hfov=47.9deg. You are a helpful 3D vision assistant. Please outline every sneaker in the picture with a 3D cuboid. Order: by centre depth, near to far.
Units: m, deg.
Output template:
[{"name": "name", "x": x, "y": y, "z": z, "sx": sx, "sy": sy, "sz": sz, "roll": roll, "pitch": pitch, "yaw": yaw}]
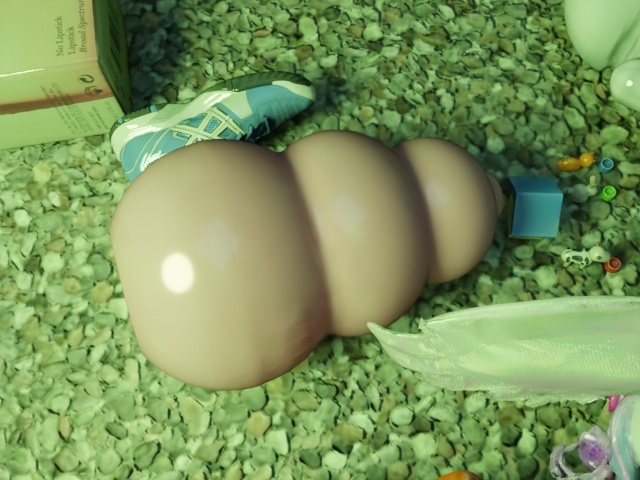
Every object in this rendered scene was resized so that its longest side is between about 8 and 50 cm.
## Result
[{"name": "sneaker", "x": -0.100, "y": -0.104, "z": 0.719, "sx": 0.211, "sy": 0.080, "sz": 0.081, "roll": -20, "pitch": 76, "yaw": 4}]

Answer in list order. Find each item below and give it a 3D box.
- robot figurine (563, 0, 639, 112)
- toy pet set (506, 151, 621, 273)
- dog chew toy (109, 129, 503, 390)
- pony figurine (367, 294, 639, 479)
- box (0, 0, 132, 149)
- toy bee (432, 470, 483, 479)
[{"name": "robot figurine", "x": 0.384, "y": -0.214, "z": 0.674, "sx": 0.353, "sy": 0.200, "sz": 0.300, "roll": 33, "pitch": 65, "yaw": 13}, {"name": "toy pet set", "x": 0.236, "y": -0.038, "z": 0.684, "sx": 0.114, "sy": 0.065, "sz": 0.122, "roll": 2, "pitch": 69, "yaw": 2}, {"name": "dog chew toy", "x": 0.000, "y": 0.000, "z": 0.614, "sx": 0.331, "sy": 0.207, "sz": 0.207, "roll": -14, "pitch": 69, "yaw": -13}, {"name": "pony figurine", "x": 0.248, "y": 0.119, "z": 0.458, "sx": 0.350, "sy": 0.302, "sz": 0.364, "roll": -19, "pitch": 73, "yaw": 23}, {"name": "box", "x": -0.320, "y": -0.186, "z": 0.723, "sx": 0.232, "sy": 0.127, "sz": 0.149, "roll": -9, "pitch": 70, "yaw": -2}, {"name": "toy bee", "x": 0.011, "y": 0.275, "z": 0.542, "sx": 0.195, "sy": 0.298, "sz": 0.162, "roll": -32, "pitch": 100, "yaw": -45}]
